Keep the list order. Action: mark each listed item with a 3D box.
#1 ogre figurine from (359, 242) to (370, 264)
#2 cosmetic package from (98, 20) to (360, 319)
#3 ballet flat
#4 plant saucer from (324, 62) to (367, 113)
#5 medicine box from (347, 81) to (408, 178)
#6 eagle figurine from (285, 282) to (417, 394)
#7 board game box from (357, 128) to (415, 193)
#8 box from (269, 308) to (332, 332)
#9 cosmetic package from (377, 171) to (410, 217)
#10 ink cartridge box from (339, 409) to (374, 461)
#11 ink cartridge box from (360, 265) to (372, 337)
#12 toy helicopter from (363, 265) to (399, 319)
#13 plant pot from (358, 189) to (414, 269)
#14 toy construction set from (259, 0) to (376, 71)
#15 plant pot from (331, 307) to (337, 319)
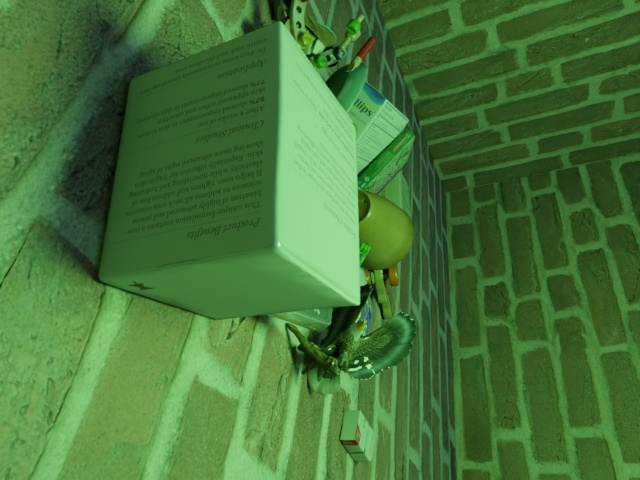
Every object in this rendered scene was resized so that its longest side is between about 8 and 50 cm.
[{"bbox_3d":[0.046,0.038,1.486,0.097,0.197,0.118,-88,177,-52],"label":"ogre figurine"},{"bbox_3d":[-0.137,-0.090,0.907,0.327,0.329,0.394,39,47,-58],"label":"cosmetic package"},{"bbox_3d":[-0.053,-0.686,1.654,0.342,0.116,0.124,16,86,-64],"label":"ballet flat"},{"bbox_3d":[0.017,-0.397,1.471,0.043,0.317,0.318,32,45,-22],"label":"plant saucer"},{"bbox_3d":[0.118,-0.346,1.632,0.149,0.289,0.263,41,15,19],"label":"medicine box"},{"bbox_3d":[0.090,0.266,1.353,0.298,0.225,0.226,-21,94,-45],"label":"eagle figurine"},{"bbox_3d":[0.202,-0.225,1.762,0.317,0.046,0.213,-46,166,-13],"label":"board game box"},{"bbox_3d":[-0.078,0.090,1.156,0.231,0.056,0.183,22,51,-19],"label":"box"},{"bbox_3d":[0.324,-0.143,2.248,0.153,0.129,0.296,46,40,-50],"label":"cosmetic package"},{"bbox_3d":[0.114,0.602,1.537,0.099,0.056,0.135,-72,144,-47],"label":"ink cartridge box"},{"bbox_3d":[0.126,0.214,1.657,0.208,0.045,0.206,-70,150,-58],"label":"ink cartridge box"},{"bbox_3d":[0.244,0.171,1.981,0.235,0.140,0.355,-87,166,-48],"label":"toy helicopter"},{"bbox_3d":[0.146,-0.058,1.574,0.254,0.237,0.237,40,45,-57],"label":"plant pot"},{"bbox_3d":[-0.035,-0.526,1.392,0.237,0.308,0.257,-58,153,-23],"label":"toy construction set"},{"bbox_3d":[0.067,0.194,1.604,0.236,0.032,0.236,-5,90,-74],"label":"plant pot"}]
